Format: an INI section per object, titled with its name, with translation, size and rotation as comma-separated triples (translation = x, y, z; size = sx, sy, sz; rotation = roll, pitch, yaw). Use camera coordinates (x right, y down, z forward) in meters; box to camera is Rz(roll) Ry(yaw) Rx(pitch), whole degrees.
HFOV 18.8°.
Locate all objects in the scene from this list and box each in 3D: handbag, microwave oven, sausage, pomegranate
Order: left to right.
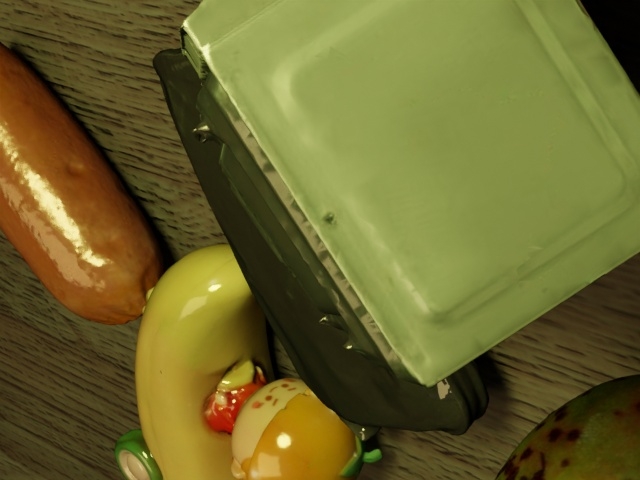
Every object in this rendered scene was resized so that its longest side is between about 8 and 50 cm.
[sausage]
translation = -0.222, -0.040, 1.599
size = 0.259, 0.113, 0.113
rotation = 53, 151, 5
[handbag]
translation = 0.002, 0.003, 1.348
size = 0.191, 0.075, 0.332
rotation = -2, 120, 57
[microwave oven]
translation = 0.040, -0.058, 1.007
size = 0.237, 0.181, 0.295
rotation = 58, 178, -5
[pomegranate]
translation = 0.198, 0.189, 1.169
size = 0.202, 0.202, 0.248
rotation = 40, 179, 24

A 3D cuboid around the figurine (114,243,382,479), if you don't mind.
[figurine]
translation = -0.057, 0.145, 1.540
size = 0.222, 0.124, 0.324
rotation = 33, 140, 34
